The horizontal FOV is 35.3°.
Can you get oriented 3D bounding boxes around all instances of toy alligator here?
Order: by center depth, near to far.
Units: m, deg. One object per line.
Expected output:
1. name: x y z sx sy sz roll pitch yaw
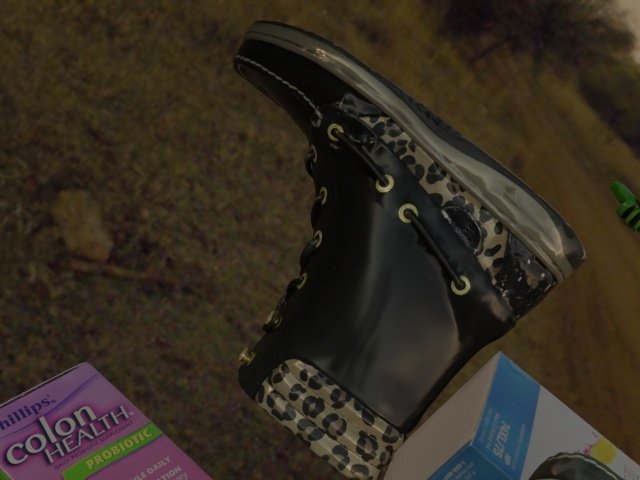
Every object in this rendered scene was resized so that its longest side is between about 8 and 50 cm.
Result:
1. toy alligator: 0.459 -0.009 1.355 0.190 0.056 0.051 44 47 15

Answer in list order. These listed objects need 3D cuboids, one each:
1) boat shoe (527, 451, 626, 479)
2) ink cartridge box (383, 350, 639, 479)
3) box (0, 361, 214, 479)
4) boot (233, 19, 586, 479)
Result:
1. boat shoe: 0.229 0.240 0.681 0.305 0.109 0.091 52 53 -22
2. ink cartridge box: 0.218 0.304 1.068 0.270 0.198 0.197 39 28 0
3. box: -0.159 0.260 0.789 0.243 0.213 0.117 34 43 28
4. boot: 0.000 0.000 0.555 0.236 0.178 0.085 39 0 21
